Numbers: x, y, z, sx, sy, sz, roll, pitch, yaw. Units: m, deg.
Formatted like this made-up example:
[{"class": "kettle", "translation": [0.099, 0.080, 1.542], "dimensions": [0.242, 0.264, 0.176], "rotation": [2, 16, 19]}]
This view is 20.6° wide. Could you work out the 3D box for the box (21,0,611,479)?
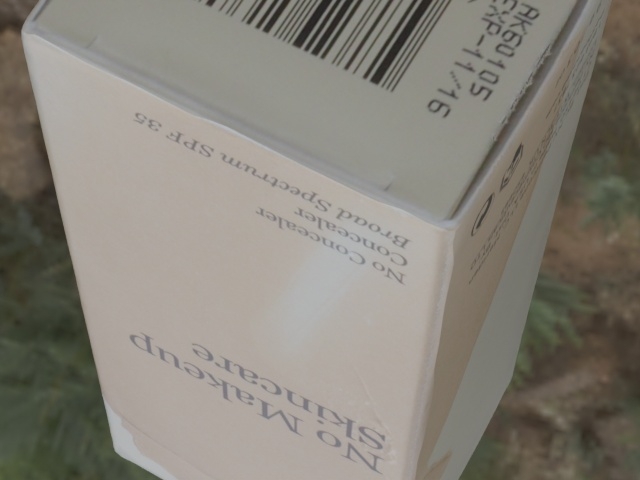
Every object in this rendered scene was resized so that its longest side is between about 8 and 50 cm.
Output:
[{"class": "box", "translation": [0.000, 0.000, 0.637], "dimensions": [0.148, 0.121, 0.311], "rotation": [25, 153, 14]}]
